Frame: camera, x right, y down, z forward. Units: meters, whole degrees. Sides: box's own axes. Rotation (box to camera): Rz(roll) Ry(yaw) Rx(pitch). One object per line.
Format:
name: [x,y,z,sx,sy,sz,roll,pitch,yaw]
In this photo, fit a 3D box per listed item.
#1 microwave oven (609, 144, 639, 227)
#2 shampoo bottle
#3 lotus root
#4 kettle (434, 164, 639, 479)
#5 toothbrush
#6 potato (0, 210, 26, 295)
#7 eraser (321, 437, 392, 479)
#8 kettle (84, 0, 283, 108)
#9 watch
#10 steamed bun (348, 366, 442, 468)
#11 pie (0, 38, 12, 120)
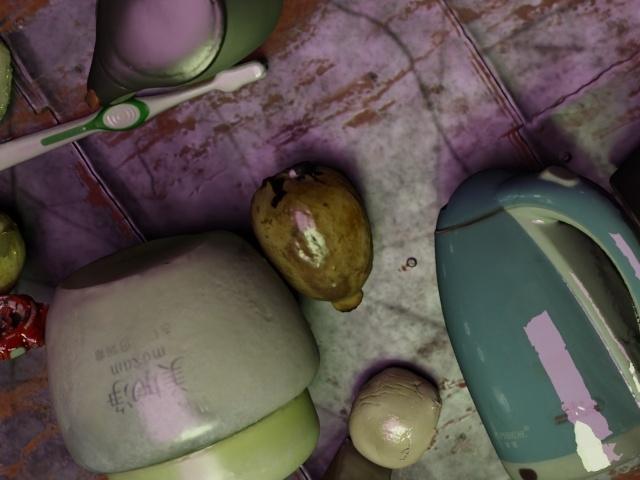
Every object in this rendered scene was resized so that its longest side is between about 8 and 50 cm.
microwave oven: [0.538,-0.119,1.152,0.236,0.374,0.432,39,105,-3]
shampoo bottle: [-0.165,0.153,1.387,0.322,0.322,0.317,-20,93,16]
lotus root: [0.000,0.000,1.415,0.138,0.138,0.214,-24,113,16]
kettle: [0.273,0.069,1.302,0.319,0.247,0.342,-19,99,59]
toothbrush: [-0.258,-0.155,1.452,0.418,0.040,0.042,-17,108,15]
potato: [-0.506,0.024,1.500,0.248,0.143,0.169,-2,102,11]
eraser: [-0.014,0.442,1.547,0.078,0.144,0.343,27,111,-1]
kettle: [-0.162,-0.242,1.295,0.165,0.255,0.240,42,110,-7]
watch: [-0.389,0.185,1.511,0.165,0.102,0.268,4,134,-2]
steamed bun: [0.092,0.235,1.487,0.112,0.091,0.130,27,111,3]
pie: [-0.513,-0.202,1.435,0.248,0.090,0.201,16,97,-16]
